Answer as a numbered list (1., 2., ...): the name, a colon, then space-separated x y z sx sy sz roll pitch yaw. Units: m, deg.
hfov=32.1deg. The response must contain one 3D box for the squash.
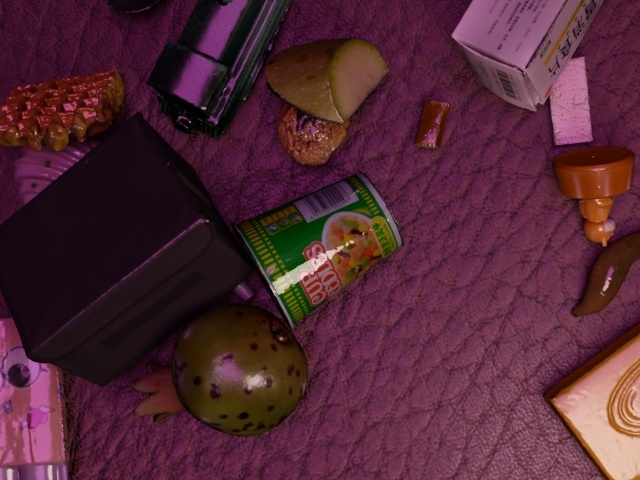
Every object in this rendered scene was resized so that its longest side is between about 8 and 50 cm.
1. squash: 0.001 -0.296 1.840 0.184 0.085 0.192 24 47 15

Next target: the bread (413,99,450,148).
1. bread: 0.190 -0.198 1.891 0.047 0.036 0.083 13 85 8

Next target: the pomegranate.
1. pomegranate: -0.151 0.220 1.821 0.231 0.286 0.230 17 60 -33

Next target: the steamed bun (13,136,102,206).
1. steamed bun: -0.440 -0.110 1.897 0.183 0.106 0.182 -1 84 5

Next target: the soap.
1. soap: 0.550 0.238 1.800 0.324 0.096 0.204 -38 83 1

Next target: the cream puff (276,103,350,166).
1. cream puff: -0.014 -0.192 1.874 0.120 0.104 0.133 15 82 -2

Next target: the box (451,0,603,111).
1. box: 0.365 -0.399 1.809 0.145 0.173 0.332 30 89 25

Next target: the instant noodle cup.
1. instant noodle cup: 0.000 0.000 1.820 0.233 0.207 0.207 -31 84 -5

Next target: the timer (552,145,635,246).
1. timer: 0.455 -0.066 1.832 0.132 0.132 0.152 -8 107 4

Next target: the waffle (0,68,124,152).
1. waffle: -0.451 -0.205 1.854 0.229 0.219 0.057 -10 120 4

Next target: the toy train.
1. toy train: -0.166 -0.334 1.857 0.139 0.178 0.330 26 89 6

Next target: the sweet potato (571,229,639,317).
1. sweet potato: 0.501 0.028 1.839 0.249 0.059 0.069 -48 116 -3

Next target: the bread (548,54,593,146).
1. bread: 0.420 -0.235 1.880 0.068 0.028 0.153 -6 86 5

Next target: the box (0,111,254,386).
1. box: -0.322 0.020 1.780 0.345 0.204 0.251 -37 60 5

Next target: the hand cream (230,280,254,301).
1. hand cream: -0.203 0.004 1.902 0.084 0.050 0.257 -39 81 3

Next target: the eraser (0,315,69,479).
1. eraser: -0.511 0.272 1.882 0.171 0.087 0.290 -6 85 5

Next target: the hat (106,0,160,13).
1. hat: -0.320 -0.442 1.939 0.121 0.050 0.121 0 82 1
